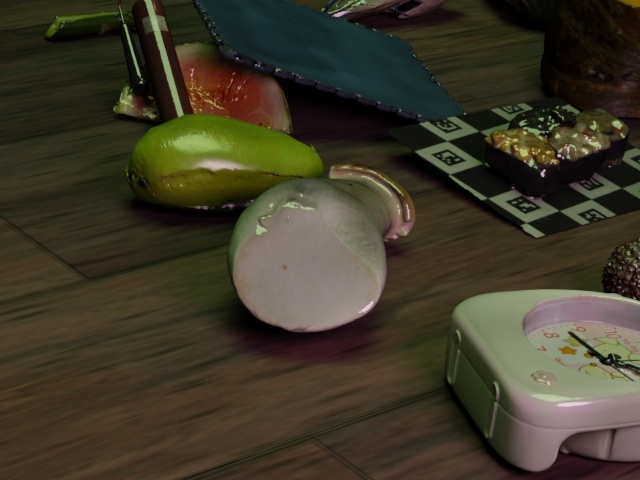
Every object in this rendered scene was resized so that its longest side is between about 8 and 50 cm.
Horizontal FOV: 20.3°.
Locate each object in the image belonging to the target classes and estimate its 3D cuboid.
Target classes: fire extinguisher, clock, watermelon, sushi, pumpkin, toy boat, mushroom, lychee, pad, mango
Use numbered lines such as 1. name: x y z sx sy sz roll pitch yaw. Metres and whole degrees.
1. fire extinguisher: -0.148 -0.161 1.575 0.035 0.049 0.173 5 57 -39
2. clock: 0.187 0.089 1.171 0.191 0.062 0.151 -1 25 -17
3. watermelon: -0.097 -0.143 1.597 0.163 0.069 0.087 7 24 7
4. sushi: 0.200 -0.090 1.545 0.215 0.051 0.192 -14 39 -37
5. pumpkin: 0.379 -0.193 1.744 0.317 0.139 0.222 9 28 14
6. toy boat: 0.074 -0.261 1.908 0.210 0.066 0.084 -24 4 -33
7. mushroom: 0.000 0.000 1.301 0.116 0.093 0.225 27 17 1
8. lychee: 0.243 0.032 1.310 0.067 0.068 0.083 -40 37 -1
9. pad: 0.003 -0.181 1.679 0.269 0.012 0.270 17 20 -20
10. mango: -0.074 -0.063 1.423 0.165 0.074 0.091 -5 25 -24

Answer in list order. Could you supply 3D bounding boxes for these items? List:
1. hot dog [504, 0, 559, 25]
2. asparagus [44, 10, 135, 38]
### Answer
1. hot dog: 0.260 -0.312 2.033 0.162 0.082 0.270 2 24 -12
2. asparagus: -0.224 -0.216 1.780 0.108 0.021 0.025 -11 29 -33
